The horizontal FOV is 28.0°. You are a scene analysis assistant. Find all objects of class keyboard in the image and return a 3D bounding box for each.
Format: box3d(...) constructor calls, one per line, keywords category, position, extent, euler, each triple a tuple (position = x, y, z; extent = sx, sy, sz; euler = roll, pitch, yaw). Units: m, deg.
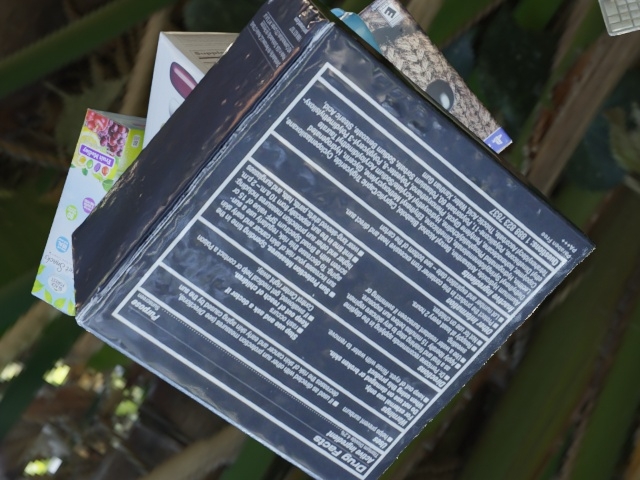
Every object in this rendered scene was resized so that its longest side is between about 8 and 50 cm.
box3d(category="keyboard", position=(0.329, -0.330, 1.431), extent=(0.014, 0.072, 0.256), euler=(76, -174, -56))

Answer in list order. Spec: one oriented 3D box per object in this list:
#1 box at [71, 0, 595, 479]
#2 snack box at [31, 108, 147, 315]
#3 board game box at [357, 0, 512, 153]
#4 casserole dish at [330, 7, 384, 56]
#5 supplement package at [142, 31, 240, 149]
box3d(category="box", position=(0.000, 0.000, 1.049), extent=(0.296, 0.294, 0.183), euler=(38, -170, -24))
box3d(category="snack box", position=(-0.200, -0.026, 1.378), extent=(0.070, 0.207, 0.174), euler=(26, -167, 30))
box3d(category="board game box", position=(0.102, -0.187, 1.944), extent=(0.291, 0.232, 0.141), euler=(50, 180, -2))
box3d(category="casserole dish", position=(0.048, -0.210, 1.673), extent=(0.188, 0.037, 0.114), euler=(61, 153, -11))
box3d(category="supplement package", position=(-0.058, -0.057, 1.255), extent=(0.204, 0.262, 0.145), euler=(-4, -149, -30))
